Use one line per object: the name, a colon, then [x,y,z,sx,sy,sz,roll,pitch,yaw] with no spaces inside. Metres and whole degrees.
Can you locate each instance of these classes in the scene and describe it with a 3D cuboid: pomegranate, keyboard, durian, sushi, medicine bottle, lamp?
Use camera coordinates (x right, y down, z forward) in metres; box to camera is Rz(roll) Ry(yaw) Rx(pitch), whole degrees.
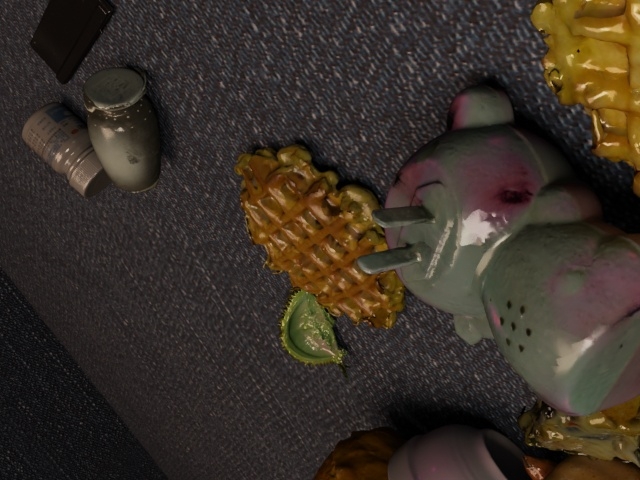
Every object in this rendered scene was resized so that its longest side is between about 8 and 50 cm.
pomegranate: [0.371,0.378,1.035,0.207,0.207,0.207,31,149,22]
keyboard: [-0.406,-0.339,1.274,0.101,0.018,0.310,52,150,-11]
durian: [-0.017,0.164,1.390,0.100,0.086,0.215,-2,127,35]
sushi: [0.330,0.178,0.932,0.139,0.131,0.291,14,138,6]
medicine bottle: [-0.467,-0.172,1.484,0.168,0.105,0.105,43,151,3]
lamp: [0.171,0.019,0.756,0.301,0.248,0.247,52,141,40]

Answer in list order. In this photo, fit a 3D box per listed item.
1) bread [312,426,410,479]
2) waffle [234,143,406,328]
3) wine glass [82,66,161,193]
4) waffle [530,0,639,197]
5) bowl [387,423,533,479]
bread: [0.155,0.498,1.334,0.398,0.215,0.398,38,-169,-9]
waffle: [0.000,0.000,1.157,0.302,0.068,0.325,24,147,33]
wine glass: [-0.317,-0.176,1.279,0.111,0.111,0.204,32,147,21]
waffle: [0.341,-0.120,0.548,0.382,0.095,0.380,46,152,-8]
bowl: [0.254,0.394,1.203,0.287,0.144,0.287,39,-163,-14]
